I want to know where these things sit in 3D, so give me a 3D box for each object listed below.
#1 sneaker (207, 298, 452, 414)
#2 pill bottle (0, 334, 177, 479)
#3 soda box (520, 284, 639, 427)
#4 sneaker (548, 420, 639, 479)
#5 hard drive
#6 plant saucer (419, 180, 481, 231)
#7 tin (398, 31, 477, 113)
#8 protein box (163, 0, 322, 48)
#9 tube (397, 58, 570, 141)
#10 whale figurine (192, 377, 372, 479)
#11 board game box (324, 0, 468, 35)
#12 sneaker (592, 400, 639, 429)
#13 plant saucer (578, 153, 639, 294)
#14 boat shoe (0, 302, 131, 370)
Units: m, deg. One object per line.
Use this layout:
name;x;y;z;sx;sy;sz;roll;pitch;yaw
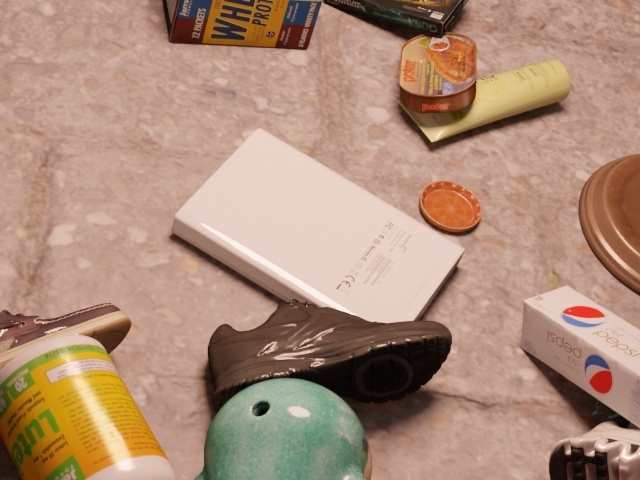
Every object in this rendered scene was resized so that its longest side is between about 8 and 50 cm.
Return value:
sneaker;0.008;0.117;1.726;0.286;0.109;0.130;-7;46;-15
pill bottle;-0.228;0.228;1.543;0.136;0.136;0.246;-17;57;-29
soda box;0.330;0.133;1.793;0.074;0.069;0.216;-17;32;-29
sneaker;0.402;0.260;1.683;0.292;0.110;0.118;14;24;34
hard drive;0.000;0.000;1.879;0.307;0.040;0.203;31;48;10
plant saucer;0.168;-0.043;1.988;0.083;0.013;0.083;9;49;-10
tin;0.161;-0.229;2.097;0.106;0.040;0.190;2;34;5
protein box;-0.113;-0.386;2.116;0.200;0.136;0.201;1;50;-17
tube;0.232;-0.194;2.112;0.240;0.070;0.062;-17;99;-22
whale figurine;-0.052;0.252;1.542;0.216;0.141;0.272;-2;41;22
board game box;0.115;-0.360;2.212;0.186;0.026;0.126;20;45;18
sneaker;0.374;0.168;1.839;0.076;0.065;0.166;20;42;12
plant saucer;0.483;-0.020;2.051;0.278;0.041;0.278;8;48;-9
boat shoe;-0.340;0.118;1.631;0.285;0.103;0.092;-23;65;-25
